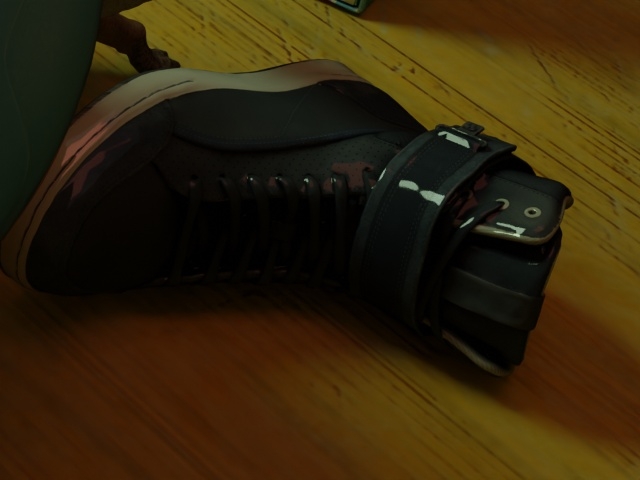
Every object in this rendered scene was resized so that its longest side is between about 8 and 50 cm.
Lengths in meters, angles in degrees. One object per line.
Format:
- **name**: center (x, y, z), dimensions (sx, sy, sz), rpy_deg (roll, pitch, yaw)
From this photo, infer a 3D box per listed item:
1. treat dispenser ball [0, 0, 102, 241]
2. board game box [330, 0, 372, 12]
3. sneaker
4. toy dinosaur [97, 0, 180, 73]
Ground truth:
- **treat dispenser ball**: center (-0.210, -0.089, 0.534), dimensions (0.288, 0.288, 0.288), rpy_deg (13, 33, -9)
- **board game box**: center (-0.077, -0.294, 0.950), dimensions (0.316, 0.242, 0.064), rpy_deg (25, 31, 9)
- **sneaker**: center (0.001, -0.002, 0.695), dimensions (0.163, 0.086, 0.226), rpy_deg (34, 35, 28)
- **toy dinosaur**: center (-0.139, -0.161, 0.757), dimensions (0.296, 0.200, 0.127), rpy_deg (17, 33, -1)
